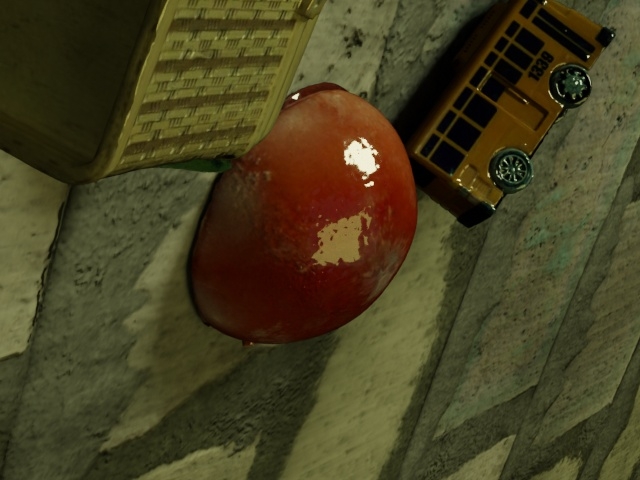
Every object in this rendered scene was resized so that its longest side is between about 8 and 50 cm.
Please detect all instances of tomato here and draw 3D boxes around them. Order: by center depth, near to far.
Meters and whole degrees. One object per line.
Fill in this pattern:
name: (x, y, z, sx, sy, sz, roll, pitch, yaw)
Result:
tomato: (0.000, 0.000, 1.168, 0.199, 0.112, 0.228, -30, 139, -40)

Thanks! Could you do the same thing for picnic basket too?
picnic basket: (-0.089, -0.209, 0.658, 0.175, 0.228, 0.313, -20, 135, -64)

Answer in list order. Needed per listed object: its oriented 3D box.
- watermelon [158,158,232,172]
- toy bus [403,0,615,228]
watermelon: (-0.126, -0.104, 0.925, 0.101, 0.080, 0.155, -17, 147, -2)
toy bus: (0.159, -0.121, 1.300, 0.201, 0.114, 0.098, -54, -178, -10)
